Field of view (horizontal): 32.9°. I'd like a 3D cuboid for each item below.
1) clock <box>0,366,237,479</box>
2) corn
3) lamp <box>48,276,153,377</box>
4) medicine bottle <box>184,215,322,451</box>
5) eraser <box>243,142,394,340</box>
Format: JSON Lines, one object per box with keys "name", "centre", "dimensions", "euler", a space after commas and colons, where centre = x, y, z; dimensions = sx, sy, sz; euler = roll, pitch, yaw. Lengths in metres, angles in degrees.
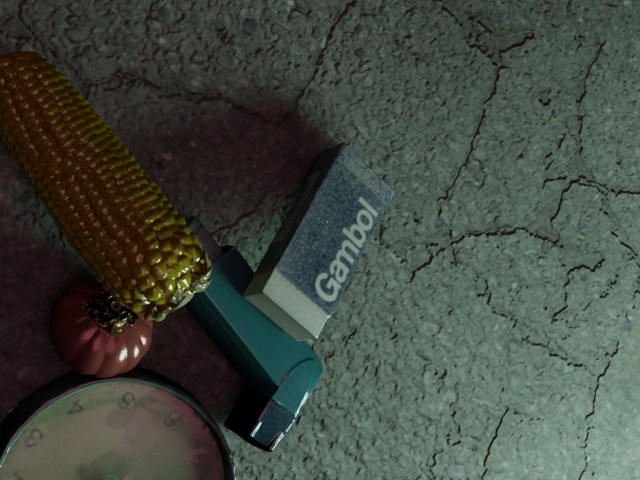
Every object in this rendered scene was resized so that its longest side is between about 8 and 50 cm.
{"name": "clock", "centre": [-0.223, 0.273, 1.154], "dimensions": [0.281, 0.055, 0.280], "euler": [-2, 94, -23]}
{"name": "corn", "centre": [-0.228, -0.056, 1.073], "dimensions": [0.106, 0.106, 0.305], "euler": [-38, 91, -16]}
{"name": "lamp", "centre": [-0.226, 0.089, 1.119], "dimensions": [0.107, 0.092, 0.107], "euler": [17, 52, -24]}
{"name": "medicine bottle", "centre": [-0.097, 0.101, 1.182], "dimensions": [0.124, 0.079, 0.258], "euler": [-39, 107, -20]}
{"name": "eraser", "centre": [0.000, 0.000, 1.197], "dimensions": [0.092, 0.046, 0.212], "euler": [43, 58, -23]}
